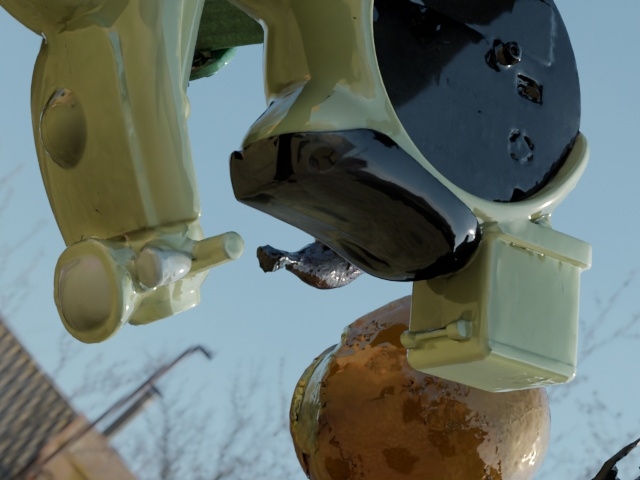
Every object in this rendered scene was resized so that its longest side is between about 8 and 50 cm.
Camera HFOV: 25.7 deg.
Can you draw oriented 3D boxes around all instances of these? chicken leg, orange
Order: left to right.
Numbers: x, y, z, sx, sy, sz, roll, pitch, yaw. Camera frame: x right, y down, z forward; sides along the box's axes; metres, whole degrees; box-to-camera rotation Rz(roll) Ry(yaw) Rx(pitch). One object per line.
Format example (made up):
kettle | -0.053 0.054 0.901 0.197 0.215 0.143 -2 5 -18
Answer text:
chicken leg | 0.003 0.004 0.906 0.062 0.145 0.037 46 -64 -3
orange | 0.093 0.164 1.293 0.240 0.240 0.240 38 -25 21

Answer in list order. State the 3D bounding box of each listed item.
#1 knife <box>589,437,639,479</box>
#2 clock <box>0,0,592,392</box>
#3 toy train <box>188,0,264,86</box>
knife | 0.214 0.227 0.692 0.365 0.089 0.043 53 -1 -35
clock | -0.016 -0.069 0.696 0.379 0.276 0.120 14 -20 -33
toy train | -0.041 -0.232 1.251 0.285 0.177 0.116 -2 -52 39
